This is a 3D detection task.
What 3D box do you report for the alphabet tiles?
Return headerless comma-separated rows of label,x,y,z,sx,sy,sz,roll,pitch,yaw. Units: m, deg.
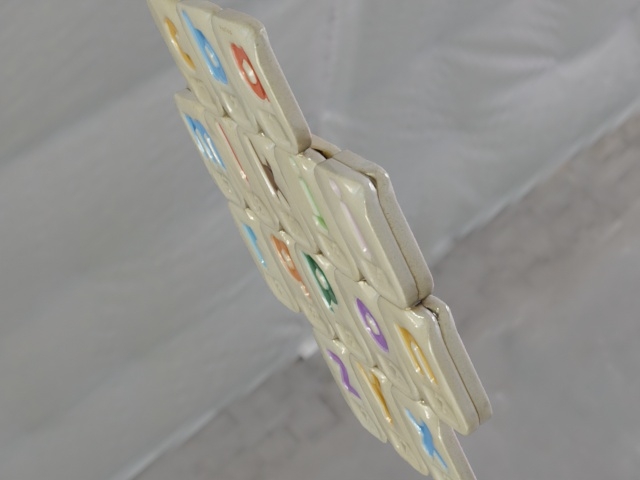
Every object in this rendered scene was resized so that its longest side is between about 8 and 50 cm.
alphabet tiles,0.000,0.000,0.971,0.021,0.278,0.284,-31,21,-11
